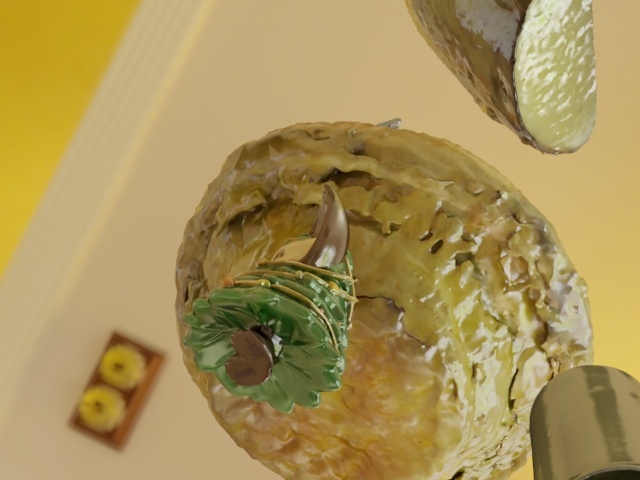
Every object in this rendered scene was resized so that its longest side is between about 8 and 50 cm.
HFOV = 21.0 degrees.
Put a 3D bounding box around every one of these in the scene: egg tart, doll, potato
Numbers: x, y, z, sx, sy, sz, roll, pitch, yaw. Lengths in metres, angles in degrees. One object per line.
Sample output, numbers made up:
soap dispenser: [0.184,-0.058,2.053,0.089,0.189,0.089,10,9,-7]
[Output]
egg tart: [0.022,0.067,1.058,0.294,0.123,0.294,14,-51,18]
doll: [-0.001,0.031,0.830,0.076,0.113,0.078,33,-45,23]
potato: [0.154,-0.233,1.740,0.255,0.112,0.269,41,-29,39]

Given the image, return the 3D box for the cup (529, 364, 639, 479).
cup: [0.110,0.084,0.605,0.075,0.054,0.083,11,22,-3]

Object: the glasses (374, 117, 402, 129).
glasses: [0.000,-0.005,1.593,0.095,0.255,0.162,43,-31,-28]
